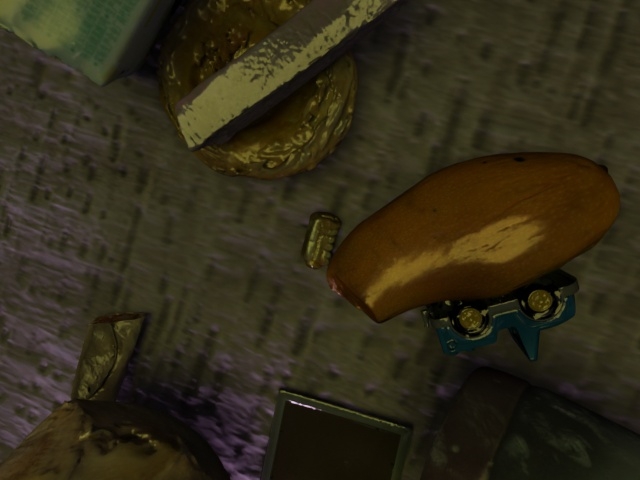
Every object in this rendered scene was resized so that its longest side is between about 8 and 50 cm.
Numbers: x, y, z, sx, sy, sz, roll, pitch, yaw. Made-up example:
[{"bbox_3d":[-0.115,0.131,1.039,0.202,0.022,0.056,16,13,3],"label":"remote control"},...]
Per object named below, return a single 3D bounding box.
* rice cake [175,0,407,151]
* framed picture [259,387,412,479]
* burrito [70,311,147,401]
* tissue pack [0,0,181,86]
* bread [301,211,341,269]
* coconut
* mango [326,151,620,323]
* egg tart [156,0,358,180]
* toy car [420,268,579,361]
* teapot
[{"bbox_3d":[-0.019,-0.230,0.492,0.365,0.056,0.072,-36,94,8],"label":"rice cake"},{"bbox_3d":[0.010,0.383,0.646,0.217,0.017,0.274,15,96,10],"label":"framed picture"},{"bbox_3d":[-0.360,0.216,0.687,0.087,0.060,0.226,18,95,4],"label":"burrito"},{"bbox_3d":[-0.218,-0.400,0.509,0.162,0.287,0.388,31,100,-27],"label":"tissue pack"},{"bbox_3d":[0.000,0.000,0.621,0.049,0.033,0.088,11,99,-4],"label":"bread"},{"bbox_3d":[-0.275,0.384,0.536,0.346,0.346,0.360,39,93,7],"label":"coconut"},{"bbox_3d":[0.175,-0.011,0.517,0.359,0.187,0.144,-17,134,12],"label":"mango"},{"bbox_3d":[-0.082,-0.217,0.584,0.288,0.118,0.288,0,91,10],"label":"egg tart"},{"bbox_3d":[0.235,0.103,0.549,0.191,0.097,0.100,-18,96,12],"label":"toy car"},{"bbox_3d":[0.305,0.290,0.441,0.312,0.315,0.233,18,111,37],"label":"teapot"}]
